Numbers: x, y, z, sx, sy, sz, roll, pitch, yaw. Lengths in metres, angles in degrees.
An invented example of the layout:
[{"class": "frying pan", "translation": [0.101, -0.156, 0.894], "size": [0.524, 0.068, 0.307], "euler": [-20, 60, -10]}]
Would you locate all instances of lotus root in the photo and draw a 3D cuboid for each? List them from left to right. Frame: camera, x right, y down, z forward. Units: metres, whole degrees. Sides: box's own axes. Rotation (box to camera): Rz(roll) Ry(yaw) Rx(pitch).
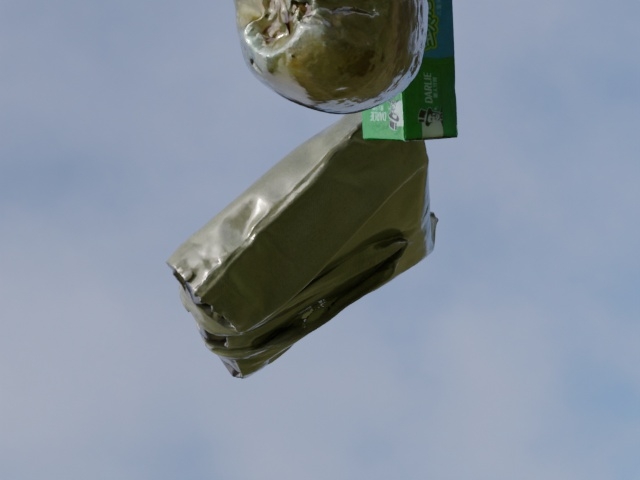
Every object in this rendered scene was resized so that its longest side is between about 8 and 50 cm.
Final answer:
[{"class": "lotus root", "translation": [0.008, -0.119, 0.809], "size": [0.088, 0.113, 0.192], "euler": [-19, -1, 15]}]

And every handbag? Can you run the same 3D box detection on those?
[{"class": "handbag", "translation": [-0.003, 0.003, 1.385], "size": [0.253, 0.109, 0.316], "euler": [-38, -17, -8]}]

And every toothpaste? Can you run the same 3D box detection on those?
[{"class": "toothpaste", "translation": [0.059, -0.205, 1.153], "size": [0.050, 0.065, 0.267], "euler": [-7, -82, -30]}]
